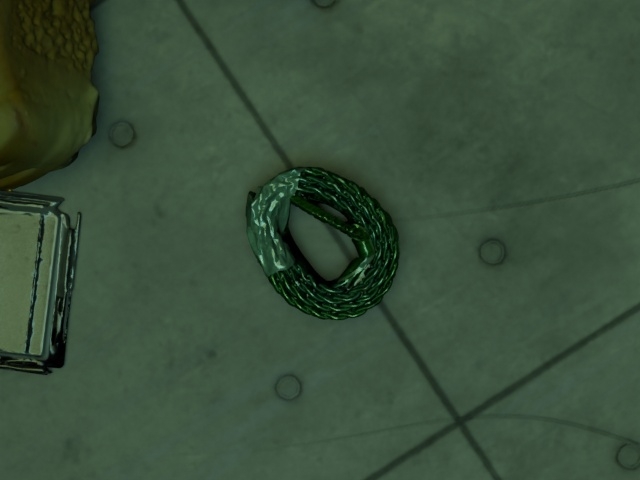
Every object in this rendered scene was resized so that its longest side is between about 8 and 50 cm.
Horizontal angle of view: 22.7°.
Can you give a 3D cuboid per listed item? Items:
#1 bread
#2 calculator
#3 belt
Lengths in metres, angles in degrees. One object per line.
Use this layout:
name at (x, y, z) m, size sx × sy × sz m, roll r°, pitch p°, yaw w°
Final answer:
bread at (-0.329, -0.194, 1.331) m, size 0.211 × 0.270 × 0.315 m, roll -6°, pitch 90°, yaw 20°
calculator at (-0.363, 0.028, 1.459) m, size 0.274 × 0.028 × 0.165 m, roll 7°, pitch 91°, yaw 2°
belt at (0.000, 0.000, 1.406) m, size 0.121 × 0.079 × 0.151 m, roll -43°, pitch 90°, yaw 6°
